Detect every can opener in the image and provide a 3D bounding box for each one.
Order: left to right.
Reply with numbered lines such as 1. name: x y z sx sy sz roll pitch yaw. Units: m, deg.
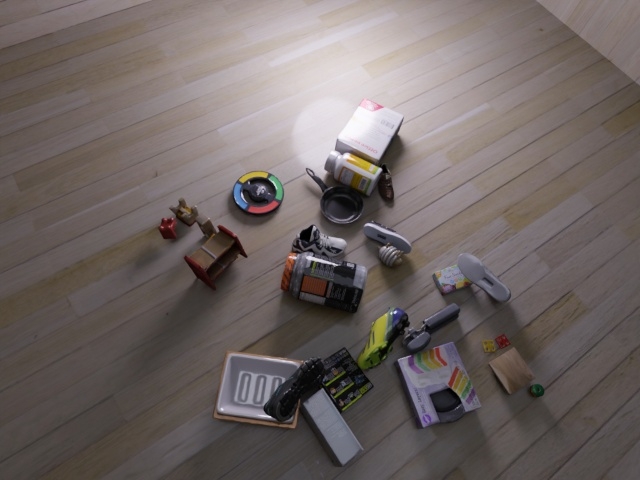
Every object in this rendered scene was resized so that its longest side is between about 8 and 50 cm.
1. can opener: 0.447 0.354 1.722 0.283 0.076 0.095 -25 49 -17

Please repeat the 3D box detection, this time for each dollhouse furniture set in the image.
1. dollhouse furniture set: -0.505 0.007 1.790 0.374 0.152 0.201 31 64 29

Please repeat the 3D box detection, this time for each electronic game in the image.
1. electronic game: -0.277 -0.214 1.952 0.229 0.048 0.230 2 63 -5

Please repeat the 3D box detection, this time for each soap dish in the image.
1. soap dish: -0.214 0.531 1.553 0.290 0.118 0.229 8 64 -2

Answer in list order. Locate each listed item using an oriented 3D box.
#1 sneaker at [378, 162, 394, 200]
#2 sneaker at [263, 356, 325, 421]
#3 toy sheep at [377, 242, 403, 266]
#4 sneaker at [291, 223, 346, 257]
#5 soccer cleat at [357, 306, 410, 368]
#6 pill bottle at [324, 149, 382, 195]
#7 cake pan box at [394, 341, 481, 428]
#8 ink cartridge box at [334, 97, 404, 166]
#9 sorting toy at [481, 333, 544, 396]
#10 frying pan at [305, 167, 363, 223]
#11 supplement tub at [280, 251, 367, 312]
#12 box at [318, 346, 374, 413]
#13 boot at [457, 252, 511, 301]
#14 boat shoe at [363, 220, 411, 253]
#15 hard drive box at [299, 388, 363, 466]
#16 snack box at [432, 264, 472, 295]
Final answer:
1. sneaker: 0.300 -0.274 2.025 0.066 0.071 0.189 -9 65 -10
2. sneaker: -0.088 0.485 1.463 0.267 0.106 0.101 -37 102 -41
3. toy sheep: 0.294 0.061 1.853 0.091 0.091 0.132 -36 59 -20
4. sneaker: 0.000 0.000 1.815 0.234 0.153 0.094 6 64 -3
5. soccer cleat: 0.229 0.378 1.700 0.121 0.093 0.289 24 60 41
6. pill bottle: 0.146 -0.315 1.993 0.245 0.136 0.136 28 65 8
7. cake pan box: 0.437 0.545 1.640 0.245 0.070 0.267 -14 66 -10
8. ink cartridge box: 0.232 -0.505 2.099 0.226 0.131 0.306 29 66 8
9. sorting toy: 0.731 0.501 1.700 0.132 0.046 0.275 -25 69 -16
10. frying pan: 0.037 -0.184 1.967 0.326 0.053 0.197 25 64 9
11. supplement tub: 0.013 0.158 1.717 0.315 0.194 0.194 15 63 1
12. box: 0.076 0.507 1.591 0.190 0.045 0.184 -20 67 -45
13. boot: 0.677 0.159 1.829 0.095 0.123 0.258 -45 73 7
14. boat shoe: 0.297 -0.020 1.904 0.228 0.080 0.076 24 39 11
15. hard drive box: 0.029 0.641 1.489 0.089 0.181 0.232 -30 71 -20
16. snack box: 0.561 0.164 1.854 0.141 0.037 0.100 -17 66 -14
